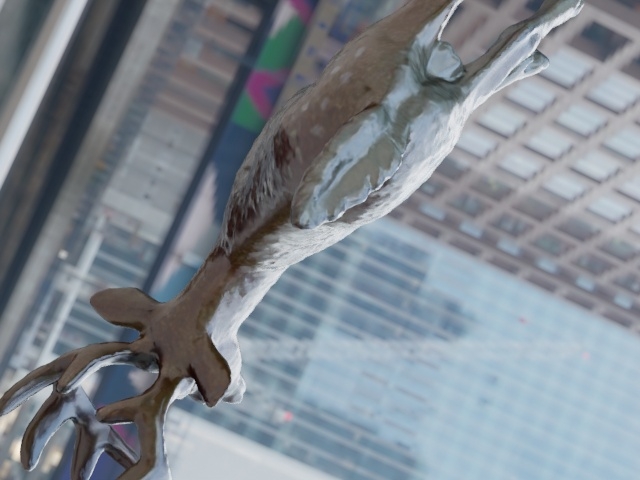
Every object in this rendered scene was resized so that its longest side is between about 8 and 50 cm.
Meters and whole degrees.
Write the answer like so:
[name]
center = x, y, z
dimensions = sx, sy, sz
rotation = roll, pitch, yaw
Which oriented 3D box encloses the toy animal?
[toy animal]
center = -0.015, -0.013, 0.624
dimensions = 0.260, 0.087, 0.243
rotation = -45, 171, -21
